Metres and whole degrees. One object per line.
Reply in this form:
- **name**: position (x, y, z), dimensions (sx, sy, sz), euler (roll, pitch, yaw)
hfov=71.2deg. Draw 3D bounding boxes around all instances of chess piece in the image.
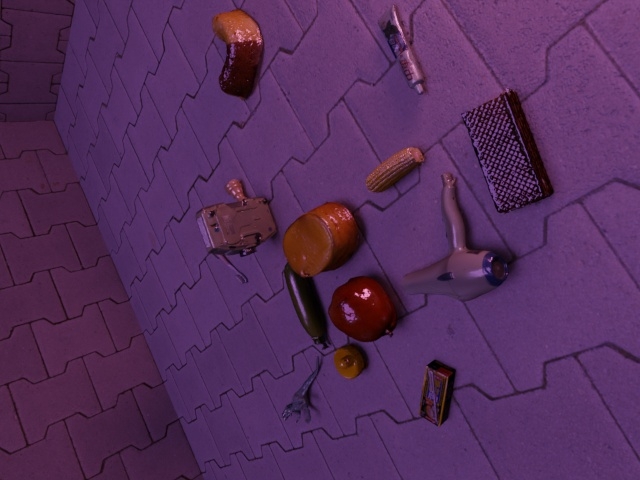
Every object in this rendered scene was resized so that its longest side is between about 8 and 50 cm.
- **chess piece**: position (-0.307, -0.166, 1.697), dimensions (0.122, 0.066, 0.066), euler (55, 135, 11)

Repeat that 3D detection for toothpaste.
- **toothpaste**: position (0.201, -0.459, 1.092), dimensions (0.060, 0.038, 0.234), euler (-29, 78, 45)

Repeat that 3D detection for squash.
- **squash**: position (-0.049, 0.221, 1.533), dimensions (0.087, 0.087, 0.332), euler (-22, 88, 47)

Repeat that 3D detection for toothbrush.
- **toothbrush**: position (-0.408, 0.088, 1.901), dimensions (0.307, 0.029, 0.025), euler (40, 135, 31)

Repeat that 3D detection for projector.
- **projector**: position (-0.278, -0.044, 1.547), dimensions (0.088, 0.269, 0.194), euler (-22, 87, 47)

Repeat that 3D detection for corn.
- **corn**: position (0.189, -0.182, 1.159), dimensions (0.165, 0.085, 0.063), euler (-34, 61, 42)

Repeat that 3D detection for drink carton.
- **drink carton**: position (0.320, 0.421, 1.233), dimensions (0.071, 0.056, 0.166), euler (18, 115, 38)

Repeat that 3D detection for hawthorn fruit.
- **hawthorn fruit**: position (0.128, 0.209, 1.278), dimensions (0.202, 0.185, 0.185), euler (39, 128, 26)

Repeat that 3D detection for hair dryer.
- **hair dryer**: position (0.296, 0.033, 1.127), dimensions (0.296, 0.118, 0.298), euler (-50, 50, 46)

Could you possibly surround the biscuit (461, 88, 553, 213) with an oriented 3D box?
- **biscuit**: position (0.396, -0.190, 0.950), dimensions (0.106, 0.070, 0.252), euler (-21, 86, 46)

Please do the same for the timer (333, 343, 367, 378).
- **timer**: position (0.084, 0.392, 1.427), dimensions (0.107, 0.109, 0.107), euler (17, 114, 42)

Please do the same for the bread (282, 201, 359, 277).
- **bread**: position (0.000, 0.000, 1.367), dimensions (0.195, 0.142, 0.269), euler (59, 137, 12)

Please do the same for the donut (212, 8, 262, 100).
- **donut**: position (-0.275, -0.623, 1.479), dimensions (0.151, 0.112, 0.295), euler (9, 110, 46)

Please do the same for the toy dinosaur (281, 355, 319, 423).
- **toy dinosaur**: position (-0.053, 0.590, 1.654), dimensions (0.383, 0.076, 0.129), euler (-56, 38, 33)
